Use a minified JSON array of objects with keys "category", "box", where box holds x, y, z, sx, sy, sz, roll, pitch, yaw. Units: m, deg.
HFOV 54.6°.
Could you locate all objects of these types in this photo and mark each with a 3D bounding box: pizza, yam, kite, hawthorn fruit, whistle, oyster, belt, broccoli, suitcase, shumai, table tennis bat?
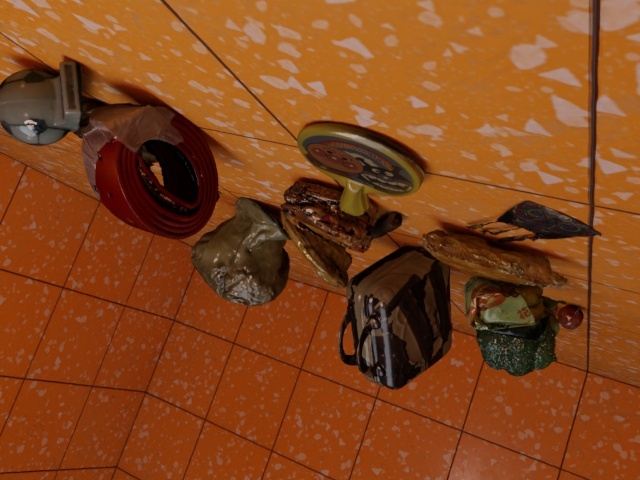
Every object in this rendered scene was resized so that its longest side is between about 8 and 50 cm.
[{"category":"pizza","box":[0.386,0.046,1.325,0.288,0.075,0.280,15,174,33]},{"category":"yam","box":[0.137,-0.026,1.513,0.045,0.045,0.327,52,168,0]},{"category":"kite","box":[0.367,-0.021,1.138,0.152,0.015,0.285,22,171,-12]},{"category":"hawthorn fruit","box":[0.680,0.196,1.661,0.067,0.066,0.103,20,145,0]},{"category":"whistle","box":[-0.553,-0.267,1.211,0.164,0.163,0.290,23,169,-21]},{"category":"oyster","box":[-0.443,-0.243,1.388,0.295,0.093,0.166,14,-166,-31]},{"category":"belt","box":[-0.337,-0.146,1.248,0.115,0.227,0.323,14,150,32]},{"category":"broccoli","box":[0.602,0.282,1.849,0.270,0.269,0.270,-9,-174,-28]},{"category":"suitcase","box":[0.185,0.212,1.645,0.194,0.339,0.351,24,134,45]},{"category":"shumai","box":[-0.234,-0.001,1.869,0.330,0.291,0.288,17,141,11]},{"category":"table tennis bat","box":[0.065,-0.115,1.113,0.224,0.054,0.368,20,167,4]}]

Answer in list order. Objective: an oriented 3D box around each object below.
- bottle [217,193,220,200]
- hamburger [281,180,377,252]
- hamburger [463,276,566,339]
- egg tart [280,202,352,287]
[{"category":"bottle","box":[-0.352,-0.140,1.860,0.101,0.047,0.063,18,180,-1]},{"category":"hamburger","box":[0.021,-0.055,1.400,0.231,0.106,0.231,21,175,2]},{"category":"hamburger","box":[0.451,0.136,1.447,0.235,0.125,0.214,-4,-159,16]},{"category":"egg tart","box":[0.000,0.000,1.601,0.278,0.095,0.279,52,-171,-11]}]
